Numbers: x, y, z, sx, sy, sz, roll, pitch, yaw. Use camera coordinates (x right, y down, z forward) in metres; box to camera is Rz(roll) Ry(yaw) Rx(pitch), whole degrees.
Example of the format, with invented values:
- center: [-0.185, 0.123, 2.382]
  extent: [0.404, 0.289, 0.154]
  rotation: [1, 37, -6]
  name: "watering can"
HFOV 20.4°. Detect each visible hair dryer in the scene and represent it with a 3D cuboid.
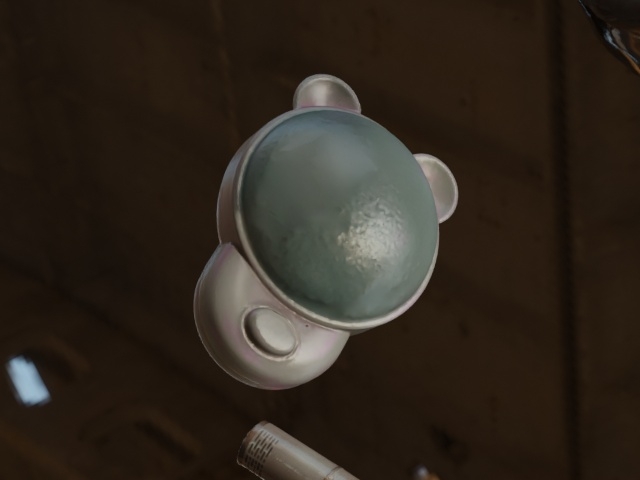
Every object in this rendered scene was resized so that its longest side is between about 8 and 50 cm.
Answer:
- center: [-0.021, 0.314, 1.707]
  extent: [0.195, 0.054, 0.220]
  rotation: [30, -72, 18]
  name: "hair dryer"

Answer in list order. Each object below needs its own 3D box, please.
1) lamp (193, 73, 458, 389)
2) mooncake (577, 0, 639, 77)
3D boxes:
- center: [0.000, 0.000, 1.356]
  extent: [0.179, 0.246, 0.108]
  rotation: [37, -23, -10]
  name: "lamp"
- center: [0.291, -0.222, 1.123]
  extent: [0.306, 0.306, 0.154]
  rotation: [31, -7, 39]
  name: "mooncake"
